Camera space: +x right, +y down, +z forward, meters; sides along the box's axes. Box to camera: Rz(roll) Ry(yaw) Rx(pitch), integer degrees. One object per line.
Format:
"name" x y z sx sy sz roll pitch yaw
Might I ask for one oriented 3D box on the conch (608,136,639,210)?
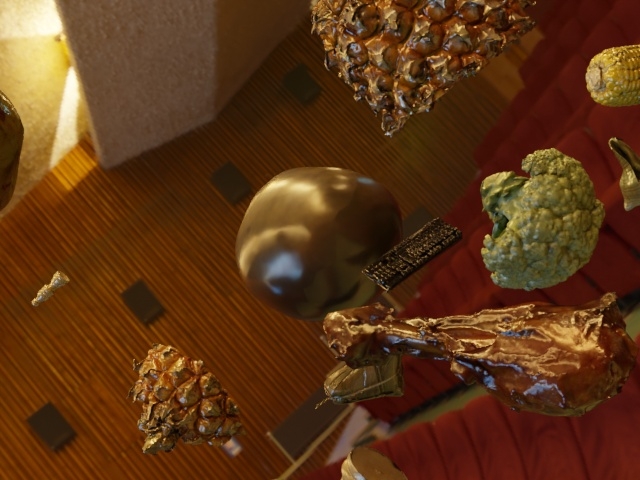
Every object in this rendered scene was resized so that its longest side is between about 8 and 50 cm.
"conch" 0.684 -0.110 1.561 0.114 0.234 0.137 131 145 -56

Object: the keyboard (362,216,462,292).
"keyboard" 0.179 0.021 1.408 0.231 0.072 0.023 -32 -32 -34

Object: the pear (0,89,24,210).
"pear" -0.572 -0.137 1.071 0.284 0.283 0.283 -42 -9 -8

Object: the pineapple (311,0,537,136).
"pineapple" 0.159 -0.375 1.249 0.352 0.300 0.352 -42 7 7

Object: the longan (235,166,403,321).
"longan" 0.000 0.000 1.598 0.405 0.336 0.404 -33 14 9

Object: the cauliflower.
"cauliflower" 0.412 -0.038 1.452 0.275 0.250 0.272 -48 -45 11

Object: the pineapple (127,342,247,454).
"pineapple" -0.273 0.285 1.327 0.164 0.250 0.139 -32 -35 -37

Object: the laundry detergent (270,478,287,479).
"laundry detergent" -0.116 0.384 1.005 0.253 0.091 0.181 -23 -8 36

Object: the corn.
"corn" 0.414 -0.203 0.884 0.203 0.071 0.072 -10 -18 -13

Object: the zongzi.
"zongzi" 0.073 0.240 1.463 0.189 0.177 0.081 -8 27 -8

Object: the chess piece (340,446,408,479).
"chess piece" 0.049 0.600 1.623 0.139 0.124 0.307 14 -59 -39

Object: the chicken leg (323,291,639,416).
"chicken leg" 0.136 0.097 0.692 0.305 0.093 0.113 2 38 37

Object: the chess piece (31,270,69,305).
"chess piece" -0.599 0.110 1.628 0.092 0.035 0.035 -44 -9 0
